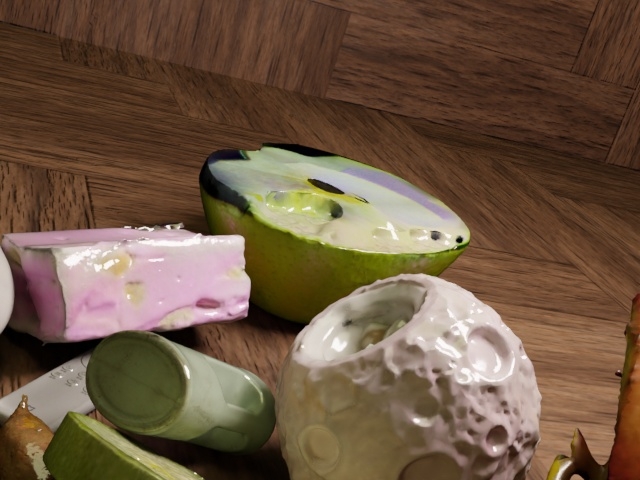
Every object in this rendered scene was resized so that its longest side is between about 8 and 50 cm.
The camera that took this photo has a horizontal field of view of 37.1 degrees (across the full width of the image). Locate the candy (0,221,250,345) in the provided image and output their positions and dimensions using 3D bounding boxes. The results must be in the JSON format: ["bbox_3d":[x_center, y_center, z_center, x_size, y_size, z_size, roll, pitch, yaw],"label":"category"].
[{"bbox_3d":[-0.223,0.043,1.097,0.155,0.116,0.265,10,9,44],"label":"candy"}]

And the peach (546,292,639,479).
[{"bbox_3d":[0.371,0.229,0.846,0.309,0.335,0.406,18,20,14],"label":"peach"}]

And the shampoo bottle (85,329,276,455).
[{"bbox_3d":[-0.115,0.156,0.927,0.118,0.087,0.234,20,-8,30],"label":"shampoo bottle"}]

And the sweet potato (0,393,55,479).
[{"bbox_3d":[-0.221,0.216,0.782,0.068,0.068,0.226,-4,39,-46],"label":"sweet potato"}]

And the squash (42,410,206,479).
[{"bbox_3d":[-0.099,0.211,0.744,0.252,0.049,0.252,29,-10,6],"label":"squash"}]

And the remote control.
[{"bbox_3d":[-0.240,0.141,1.005,0.067,0.029,0.261,23,20,16],"label":"remote control"}]

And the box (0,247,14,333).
[{"bbox_3d":[-0.488,0.003,0.993,0.288,0.141,0.349,6,23,-33],"label":"box"}]

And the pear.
[{"bbox_3d":[0.002,0.005,1.376,0.398,0.165,0.399,16,20,-6],"label":"pear"}]

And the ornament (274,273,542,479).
[{"bbox_3d":[0.086,0.167,0.911,0.259,0.225,0.259,-24,19,9],"label":"ornament"}]
